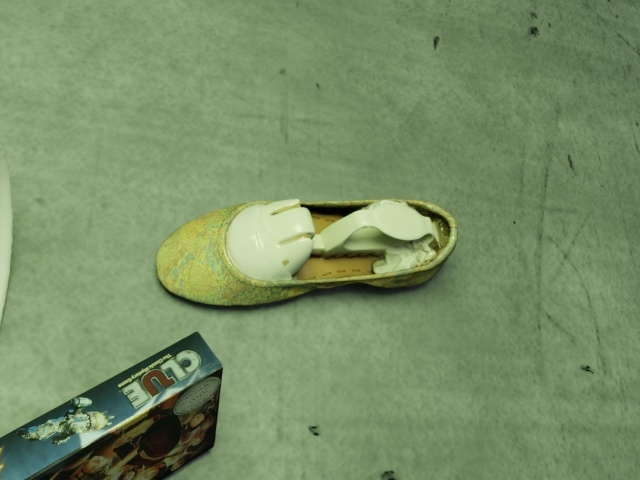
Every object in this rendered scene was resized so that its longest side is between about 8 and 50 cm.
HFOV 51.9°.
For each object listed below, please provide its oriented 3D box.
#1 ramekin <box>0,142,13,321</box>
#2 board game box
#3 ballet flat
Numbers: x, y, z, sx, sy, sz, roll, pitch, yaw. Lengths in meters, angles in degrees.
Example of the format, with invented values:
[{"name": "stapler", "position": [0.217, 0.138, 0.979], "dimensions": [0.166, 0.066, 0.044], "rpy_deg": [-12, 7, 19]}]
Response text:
[{"name": "ramekin", "position": [-0.337, 0.036, 0.483], "dimensions": [0.135, 0.277, 0.277], "rpy_deg": [9, 65, -11]}, {"name": "board game box", "position": [-0.195, 0.186, 0.532], "dimensions": [0.243, 0.165, 0.042], "rpy_deg": [-28, 62, -29]}, {"name": "ballet flat", "position": [0.000, 0.000, 0.727], "dimensions": [0.349, 0.123, 0.123], "rpy_deg": [-1, 69, -23]}]
